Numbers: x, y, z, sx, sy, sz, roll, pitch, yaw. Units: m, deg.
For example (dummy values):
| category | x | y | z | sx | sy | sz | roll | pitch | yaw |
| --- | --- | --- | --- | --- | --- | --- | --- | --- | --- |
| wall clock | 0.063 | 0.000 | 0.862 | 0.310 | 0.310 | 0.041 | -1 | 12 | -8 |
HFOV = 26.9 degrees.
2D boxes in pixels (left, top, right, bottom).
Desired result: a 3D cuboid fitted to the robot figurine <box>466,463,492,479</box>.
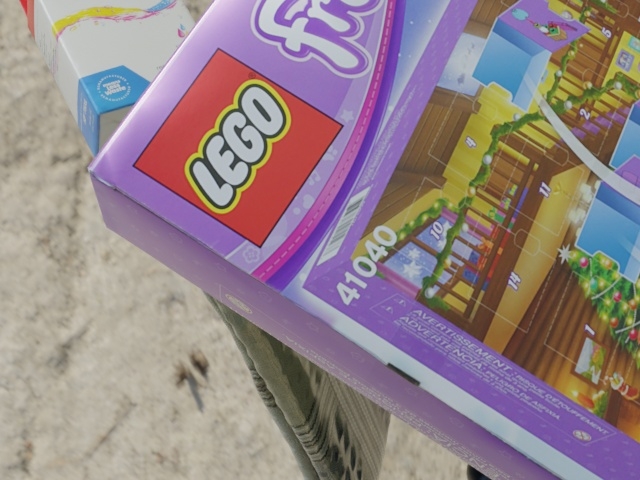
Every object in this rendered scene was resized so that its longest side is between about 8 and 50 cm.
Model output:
| category | x | y | z | sx | sy | sz | roll | pitch | yaw |
| --- | --- | --- | --- | --- | --- | --- | --- | --- | --- |
| robot figurine | 0.239 | 0.182 | 0.972 | 0.209 | 0.174 | 0.278 | 29 | 89 | 40 |

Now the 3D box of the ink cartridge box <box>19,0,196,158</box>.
| category | x | y | z | sx | sy | sz | roll | pitch | yaw |
| --- | --- | --- | --- | --- | --- | --- | --- | --- | --- |
| ink cartridge box | -0.203 | -0.204 | 1.315 | 0.134 | 0.078 | 0.231 | -20 | 64 | -21 |

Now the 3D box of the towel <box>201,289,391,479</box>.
| category | x | y | z | sx | sy | sz | roll | pitch | yaw |
| --- | --- | --- | --- | --- | --- | --- | --- | --- | --- |
| towel | 0.000 | 0.000 | 0.904 | 0.056 | 0.324 | 0.312 | -1 | 48 | 19 |

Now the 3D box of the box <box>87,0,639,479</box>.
| category | x | y | z | sx | sy | sz | roll | pitch | yaw |
| --- | --- | --- | --- | --- | --- | --- | --- | --- | --- |
| box | 0.102 | -0.073 | 0.382 | 0.201 | 0.057 | 0.293 | 33 | 76 | 5 |
